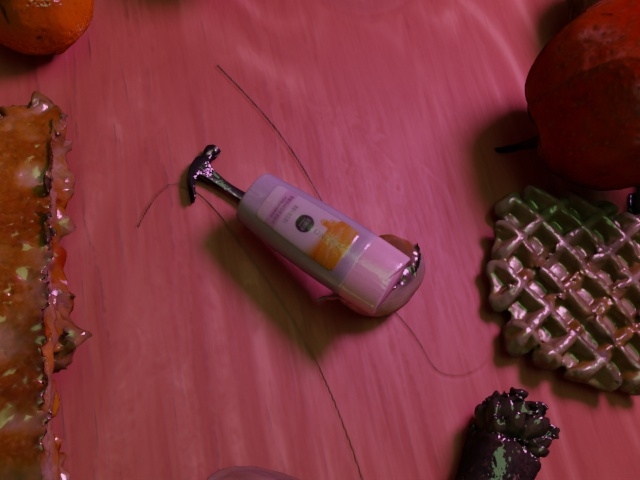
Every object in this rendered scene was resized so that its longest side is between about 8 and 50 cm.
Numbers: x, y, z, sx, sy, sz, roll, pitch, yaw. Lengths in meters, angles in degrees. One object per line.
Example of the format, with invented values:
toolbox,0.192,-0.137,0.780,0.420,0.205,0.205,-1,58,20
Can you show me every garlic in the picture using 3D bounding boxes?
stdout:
garlic,0.073,0.054,0.850,0.084,0.066,0.152,25,54,25

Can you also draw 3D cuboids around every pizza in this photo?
pizza,-0.349,0.030,0.674,0.439,0.130,0.406,26,59,6

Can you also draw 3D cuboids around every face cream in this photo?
face cream,0.000,0.000,0.799,0.198,0.057,0.084,32,72,12

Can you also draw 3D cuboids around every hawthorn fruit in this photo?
hawthorn fruit,0.373,-0.184,0.948,0.254,0.300,0.254,39,41,-45

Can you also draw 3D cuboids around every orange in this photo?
orange,-0.338,-0.282,0.829,0.135,0.118,0.136,9,49,-11

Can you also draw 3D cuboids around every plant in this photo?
plant,0.209,0.239,0.791,0.094,0.092,0.143,27,68,2

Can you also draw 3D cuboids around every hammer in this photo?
hammer,-0.076,-0.038,0.859,0.201,0.021,0.078,33,60,-1

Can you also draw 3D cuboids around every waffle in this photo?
waffle,0.366,0.058,0.949,0.309,0.056,0.292,13,63,-12

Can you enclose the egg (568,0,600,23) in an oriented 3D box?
egg,0.509,-0.365,1.095,0.238,0.238,0.289,32,74,-3

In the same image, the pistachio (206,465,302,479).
pistachio,-0.022,0.301,0.664,0.223,0.126,0.152,25,27,-2

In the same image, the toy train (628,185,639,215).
toy train,0.560,-0.122,1.025,0.132,0.188,0.243,12,64,-13
